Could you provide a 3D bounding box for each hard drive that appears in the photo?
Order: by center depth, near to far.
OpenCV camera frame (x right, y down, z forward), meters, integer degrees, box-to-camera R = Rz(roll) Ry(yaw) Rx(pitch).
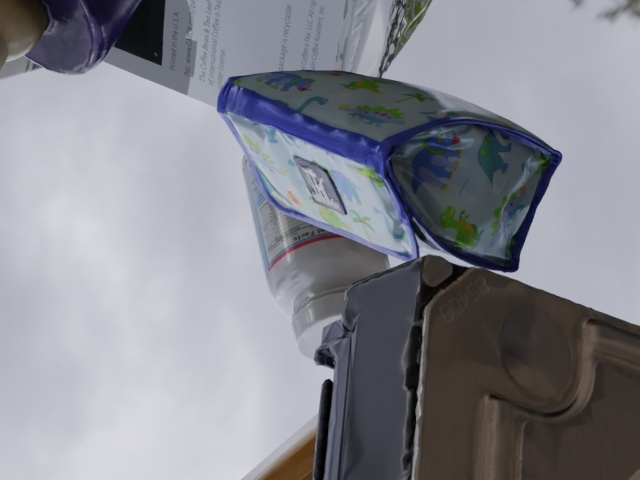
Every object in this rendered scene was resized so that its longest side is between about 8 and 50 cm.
[{"bbox_3d":[0.142,0.162,0.546,0.339,0.064,0.237,20,-117,-29],"label":"hard drive"}]

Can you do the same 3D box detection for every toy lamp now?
[{"bbox_3d":[-0.163,-0.056,0.683,0.080,0.080,0.274,41,-124,-1],"label":"toy lamp"}]

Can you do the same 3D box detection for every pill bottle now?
[{"bbox_3d":[0.000,0.000,1.191,0.087,0.087,0.160,9,-128,-32],"label":"pill bottle"}]

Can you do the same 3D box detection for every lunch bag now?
[{"bbox_3d":[0.034,-0.045,0.929,0.129,0.096,0.151,22,-179,40],"label":"lunch bag"}]

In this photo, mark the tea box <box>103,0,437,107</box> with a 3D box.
[{"bbox_3d":[-0.006,-0.305,1.172,0.220,0.329,0.323,22,-133,12],"label":"tea box"}]

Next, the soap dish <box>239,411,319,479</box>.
[{"bbox_3d":[0.070,0.209,0.917,0.291,0.229,0.118,54,-160,17],"label":"soap dish"}]

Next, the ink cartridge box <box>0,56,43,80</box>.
[{"bbox_3d":[-0.265,-0.204,1.388,0.218,0.092,0.158,-24,-142,-32],"label":"ink cartridge box"}]
